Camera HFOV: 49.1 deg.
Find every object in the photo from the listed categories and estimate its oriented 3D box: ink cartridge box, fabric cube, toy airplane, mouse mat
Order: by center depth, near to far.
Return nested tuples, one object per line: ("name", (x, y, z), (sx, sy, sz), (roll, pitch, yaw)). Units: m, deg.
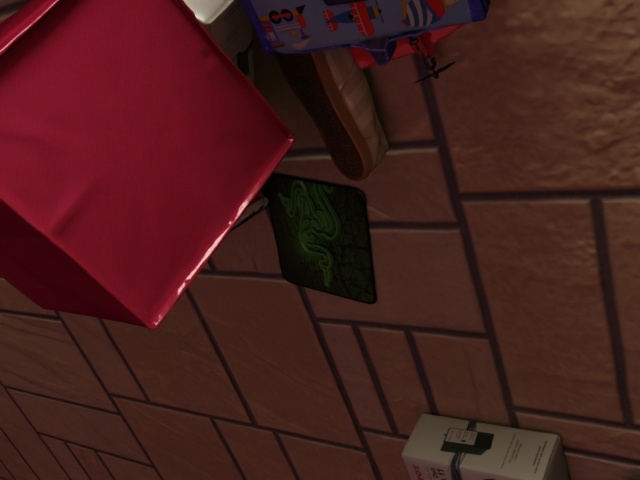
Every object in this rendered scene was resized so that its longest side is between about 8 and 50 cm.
("toy airplane", (0.080, -0.222, 0.664), (0.151, 0.028, 0.151), (12, 122, 21))
("fabric cube", (-0.238, -0.094, 0.697), (0.258, 0.254, 0.259), (1, 139, 50))
("ink cartridge box", (-0.151, -0.216, 0.771), (0.139, 0.082, 0.191), (29, 154, 12))
("mouse mat", (0.000, 0.000, 0.935), (0.152, 0.007, 0.190), (13, 130, 27))
("ink cartridge box", (0.236, 0.339, 0.990), (0.208, 0.087, 0.153), (-1, 124, 37))

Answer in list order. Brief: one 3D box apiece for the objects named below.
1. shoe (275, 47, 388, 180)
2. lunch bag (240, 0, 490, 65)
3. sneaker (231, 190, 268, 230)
("shoe", (0.011, -0.171, 0.753), (0.076, 0.058, 0.219), (5, 126, 58))
("lunch bag", (0.012, -0.289, 0.583), (0.220, 0.138, 0.293), (-2, 125, 30))
("sneaker", (-0.198, -0.052, 0.966), (0.278, 0.107, 0.118), (-6, 110, 35))
